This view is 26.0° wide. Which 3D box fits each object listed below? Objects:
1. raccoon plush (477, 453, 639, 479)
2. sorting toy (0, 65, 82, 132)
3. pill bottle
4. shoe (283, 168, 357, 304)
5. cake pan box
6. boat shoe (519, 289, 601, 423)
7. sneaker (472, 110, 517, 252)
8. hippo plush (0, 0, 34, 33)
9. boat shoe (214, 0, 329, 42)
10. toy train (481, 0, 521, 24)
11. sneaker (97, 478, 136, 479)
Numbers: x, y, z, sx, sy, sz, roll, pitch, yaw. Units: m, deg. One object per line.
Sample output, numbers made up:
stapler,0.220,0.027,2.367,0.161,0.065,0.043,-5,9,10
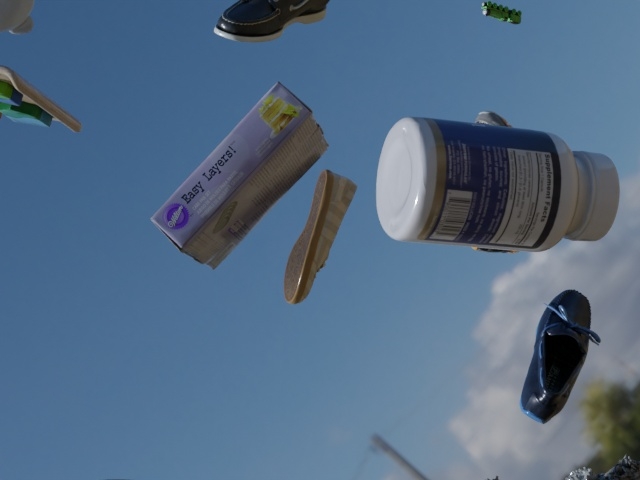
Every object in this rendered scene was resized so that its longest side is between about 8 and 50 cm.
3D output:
raccoon plush,0.319,0.488,1.983,0.299,0.216,0.446,-23,15,39
sorting toy,-0.431,-0.189,1.767,0.193,0.208,0.038,42,-115,-69
pill bottle,0.135,-0.040,1.047,0.169,0.094,0.094,5,-43,-19
shoe,0.000,0.000,2.166,0.076,0.058,0.219,29,101,68
cake pan box,-0.100,-0.078,1.857,0.246,0.070,0.267,-46,-9,0
boat shoe,0.392,0.174,2.188,0.089,0.109,0.258,115,175,-51
sneaker,0.250,-0.082,2.025,0.083,0.214,0.084,-11,5,-28
hippo plush,-0.392,-0.387,1.892,0.234,0.294,0.236,6,-43,-35
boat shoe,-0.085,-0.433,2.505,0.302,0.114,0.091,-37,-34,-53
toy train,0.284,-0.356,2.171,0.083,0.017,0.023,8,-93,-37
sneaker,-0.186,0.392,1.714,0.104,0.296,0.146,-84,12,-51
